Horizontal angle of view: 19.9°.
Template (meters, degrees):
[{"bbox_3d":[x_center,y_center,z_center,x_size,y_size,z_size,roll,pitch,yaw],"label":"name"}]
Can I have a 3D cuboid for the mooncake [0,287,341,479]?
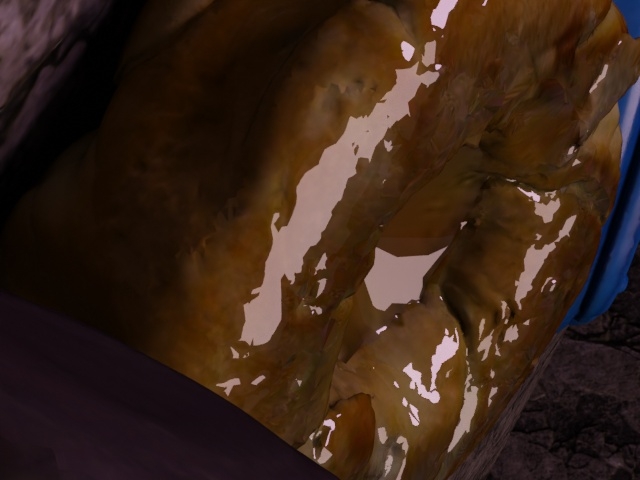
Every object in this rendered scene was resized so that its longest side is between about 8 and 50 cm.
[{"bbox_3d":[-0.101,0.089,0.581,0.133,0.245,0.245,-56,167,5],"label":"mooncake"}]

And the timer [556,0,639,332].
[{"bbox_3d":[0.161,-0.126,1.108,0.309,0.115,0.340,-75,177,-60],"label":"timer"}]

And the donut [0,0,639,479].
[{"bbox_3d":[0.000,0.000,0.853,0.360,0.170,0.360,-38,146,-32],"label":"donut"}]
